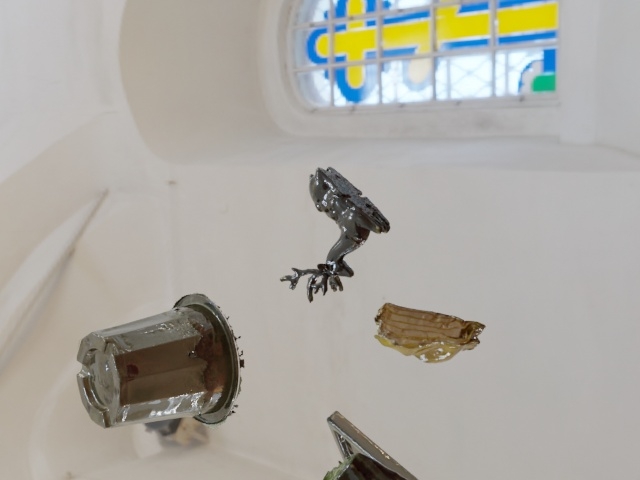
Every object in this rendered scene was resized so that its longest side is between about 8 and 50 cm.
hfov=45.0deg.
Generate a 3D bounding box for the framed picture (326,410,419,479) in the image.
[{"bbox_3d":[0.149,0.365,0.914,0.022,0.335,0.247,-38,-45,-21],"label":"framed picture"}]

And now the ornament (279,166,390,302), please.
[{"bbox_3d":[0.000,0.000,1.488,0.080,0.202,0.236,-3,-48,-54],"label":"ornament"}]

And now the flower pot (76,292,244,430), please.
[{"bbox_3d":[-0.330,0.260,1.551,0.259,0.290,0.291,-6,-81,-43],"label":"flower pot"}]

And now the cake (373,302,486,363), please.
[{"bbox_3d":[0.189,0.159,1.303,0.185,0.116,0.080,35,-127,-28],"label":"cake"}]

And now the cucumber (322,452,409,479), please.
[{"bbox_3d":[0.087,0.235,0.555,0.211,0.078,0.062,33,-122,-6],"label":"cucumber"}]
